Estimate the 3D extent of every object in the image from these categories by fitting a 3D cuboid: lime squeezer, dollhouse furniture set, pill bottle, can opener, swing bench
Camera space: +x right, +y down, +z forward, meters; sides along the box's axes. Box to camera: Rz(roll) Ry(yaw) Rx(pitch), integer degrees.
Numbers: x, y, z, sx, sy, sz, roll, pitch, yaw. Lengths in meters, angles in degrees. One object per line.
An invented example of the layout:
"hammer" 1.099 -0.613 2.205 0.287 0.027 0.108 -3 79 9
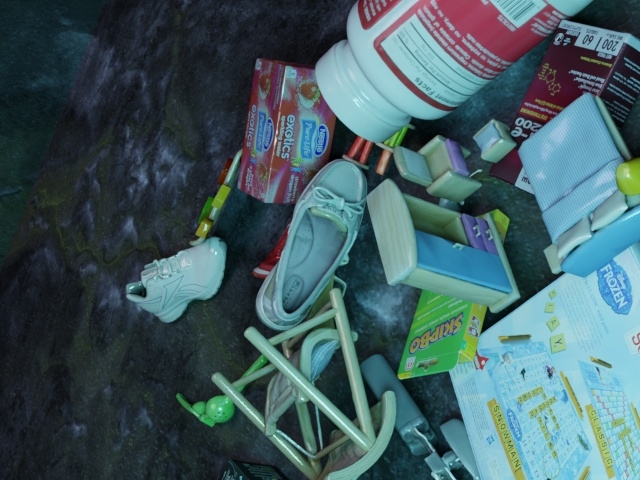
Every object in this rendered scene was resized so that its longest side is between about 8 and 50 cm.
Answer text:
"lime squeezer" -0.216 0.311 1.756 0.310 0.059 0.109 -30 52 43
"dollhouse furniture set" 0.230 -0.097 1.114 0.303 0.198 0.286 -41 47 36
"pill bottle" 0.190 -0.332 1.352 0.408 0.229 0.229 -37 47 32
"can opener" 0.156 0.260 1.294 0.095 0.076 0.283 -32 40 -3
"swing bench" -0.017 0.249 1.345 0.254 0.165 0.253 60 151 12

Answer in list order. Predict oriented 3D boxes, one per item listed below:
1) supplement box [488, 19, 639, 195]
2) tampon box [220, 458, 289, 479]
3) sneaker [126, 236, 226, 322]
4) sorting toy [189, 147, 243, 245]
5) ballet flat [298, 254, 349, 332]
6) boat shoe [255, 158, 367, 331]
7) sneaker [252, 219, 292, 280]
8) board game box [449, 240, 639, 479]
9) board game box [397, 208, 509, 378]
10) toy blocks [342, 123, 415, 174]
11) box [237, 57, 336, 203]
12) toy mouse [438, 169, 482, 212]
"supplement box" 0.342 -0.171 1.229 0.130 0.073 0.239 35 104 54
"tampon box" -0.098 0.459 1.488 0.161 0.102 0.120 30 99 54
"sneaker" -0.308 0.081 1.926 0.297 0.129 0.111 -39 42 34
"sorting toy" -0.206 -0.096 1.819 0.229 0.041 0.307 -62 5 5
"ballet flat" 0.012 0.052 1.567 0.080 0.073 0.232 147 137 -68
"boat shoe" -0.003 0.000 1.475 0.320 0.118 0.103 -61 9 -20
"sneaker" -0.060 0.018 1.613 0.128 0.087 0.221 -65 10 0
"board game box" 0.319 0.206 1.084 0.318 0.066 0.318 -43 43 34
"board game box" 0.190 0.081 1.278 0.124 0.039 0.259 -23 37 52
"toy blocks" 0.092 -0.152 1.569 0.123 0.054 0.148 37 106 52
"box" -0.058 -0.203 1.678 0.123 0.128 0.256 29 113 54
"toy mouse" 0.190 -0.076 1.397 0.143 0.031 0.161 -39 31 37
